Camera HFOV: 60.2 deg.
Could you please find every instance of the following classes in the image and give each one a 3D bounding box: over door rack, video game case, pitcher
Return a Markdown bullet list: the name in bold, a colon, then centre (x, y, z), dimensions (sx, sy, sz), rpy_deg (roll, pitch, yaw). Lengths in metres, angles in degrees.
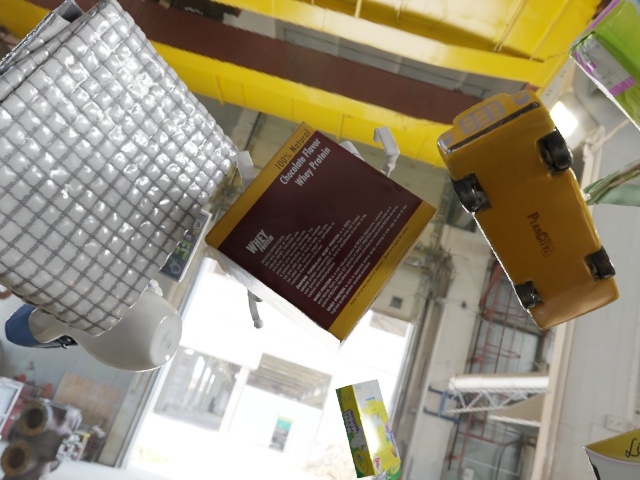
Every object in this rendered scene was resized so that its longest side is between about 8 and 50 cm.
- **over door rack**: centre (-0.003, 0.003, 0.864), dimensions (0.240, 0.108, 0.324), rpy_deg (-12, -47, -16)
- **video game case**: centre (-0.362, -0.023, 1.229), dimensions (0.191, 0.173, 0.022), rpy_deg (27, 8, 0)
- **pitcher**: centre (-0.317, 0.108, 0.872), dimensions (0.207, 0.177, 0.125), rpy_deg (12, -33, 17)

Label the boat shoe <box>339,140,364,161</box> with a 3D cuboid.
- **boat shoe**: centre (-0.007, -0.112, 1.121), dimensions (0.226, 0.075, 0.083), rpy_deg (-33, -34, 20)

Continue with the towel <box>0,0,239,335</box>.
- **towel**: centre (-0.251, -0.076, 0.575), dimensions (0.121, 0.283, 0.235), rpy_deg (5, -34, 41)

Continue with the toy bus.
- **toy bus**: centre (0.241, -0.027, 0.633), dimensions (0.108, 0.130, 0.332), rpy_deg (-27, -52, 19)

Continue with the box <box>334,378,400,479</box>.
- **box**: centre (0.089, 0.345, 0.991), dimensions (0.043, 0.179, 0.105), rpy_deg (-26, -20, 28)

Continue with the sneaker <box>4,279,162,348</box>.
- **sneaker**: centre (-0.469, 0.135, 1.034), dimensions (0.330, 0.129, 0.147), rpy_deg (-15, -5, 17)

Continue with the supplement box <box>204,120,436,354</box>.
- **supplement box**: centre (0.000, 0.000, 0.683), dimensions (0.194, 0.191, 0.129), rpy_deg (35, -15, 10)

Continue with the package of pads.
- **package of pads**: centre (0.677, -0.362, 1.114), dimensions (0.296, 0.229, 0.101), rpy_deg (45, -12, -2)

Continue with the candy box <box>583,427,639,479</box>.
- **candy box**: centre (0.292, 0.224, 0.342), dimensions (0.071, 0.233, 0.159), rpy_deg (9, -37, -29)

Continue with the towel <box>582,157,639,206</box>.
- **towel**: centre (0.572, -0.124, 0.777), dimensions (0.248, 0.038, 0.325), rpy_deg (-1, -22, -36)
